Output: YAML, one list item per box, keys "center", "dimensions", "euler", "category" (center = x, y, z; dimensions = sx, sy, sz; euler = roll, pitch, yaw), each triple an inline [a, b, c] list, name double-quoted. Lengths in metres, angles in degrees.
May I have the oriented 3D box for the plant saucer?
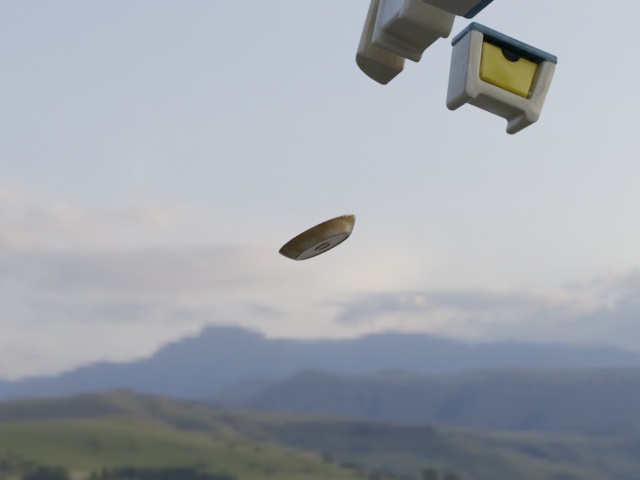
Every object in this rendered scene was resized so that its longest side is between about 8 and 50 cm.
- center: [0.000, 0.000, 1.632]
  dimensions: [0.083, 0.015, 0.083]
  euler: [-25, -11, -5]
  category: "plant saucer"

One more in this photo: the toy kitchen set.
- center: [0.141, -0.188, 1.297]
  dimensions: [0.166, 0.122, 0.207]
  euler: [20, -19, -15]
  category: "toy kitchen set"
